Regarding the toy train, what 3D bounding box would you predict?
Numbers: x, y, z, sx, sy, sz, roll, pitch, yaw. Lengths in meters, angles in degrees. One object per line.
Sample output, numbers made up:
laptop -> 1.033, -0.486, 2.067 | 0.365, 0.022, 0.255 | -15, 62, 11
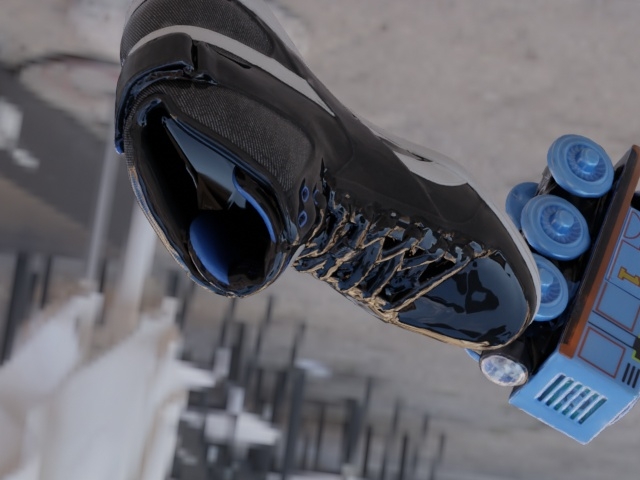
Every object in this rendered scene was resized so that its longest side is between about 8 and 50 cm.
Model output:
toy train -> 0.148, 0.022, 1.129 | 0.105, 0.184, 0.080 | 31, 140, -6

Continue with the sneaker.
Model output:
sneaker -> 0.000, 0.000, 0.773 | 0.217, 0.121, 0.079 | 39, 119, -21
